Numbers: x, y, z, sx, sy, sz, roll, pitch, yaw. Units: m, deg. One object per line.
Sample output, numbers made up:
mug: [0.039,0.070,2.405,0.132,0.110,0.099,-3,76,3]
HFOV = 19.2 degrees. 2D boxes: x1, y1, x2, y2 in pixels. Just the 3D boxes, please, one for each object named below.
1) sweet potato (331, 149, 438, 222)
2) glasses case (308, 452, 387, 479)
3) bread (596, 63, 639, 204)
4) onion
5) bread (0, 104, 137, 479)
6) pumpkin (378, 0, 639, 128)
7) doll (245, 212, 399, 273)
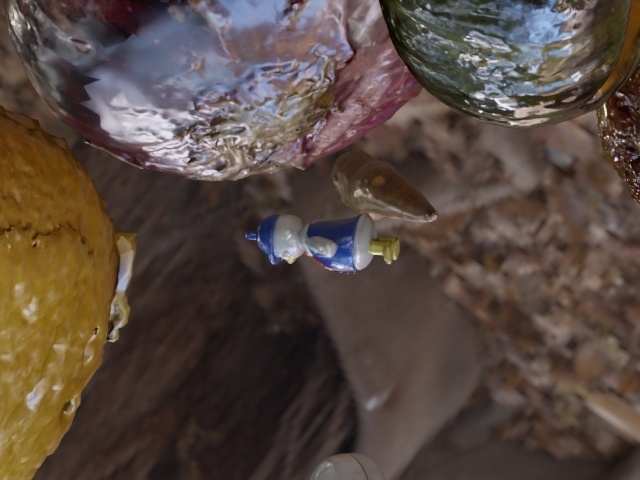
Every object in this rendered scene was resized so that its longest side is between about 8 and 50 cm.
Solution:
sweet potato: [0.055,-0.049,1.883,0.067,0.059,0.281,53,179,-10]
glasses case: [0.041,0.254,1.256,0.092,0.059,0.233,-53,49,52]
bread: [0.259,-0.087,1.149,0.193,0.193,0.064,33,-159,12]
onion: [-0.047,-0.138,0.987,0.246,0.246,0.190,77,173,-59]
bread: [-0.189,0.040,0.726,0.139,0.240,0.240,36,160,21]
pumpkin: [0.083,-0.105,0.825,0.119,0.108,0.183,20,179,24]
doll: [0.000,0.000,1.739,0.143,0.058,0.099,5,-170,12]
